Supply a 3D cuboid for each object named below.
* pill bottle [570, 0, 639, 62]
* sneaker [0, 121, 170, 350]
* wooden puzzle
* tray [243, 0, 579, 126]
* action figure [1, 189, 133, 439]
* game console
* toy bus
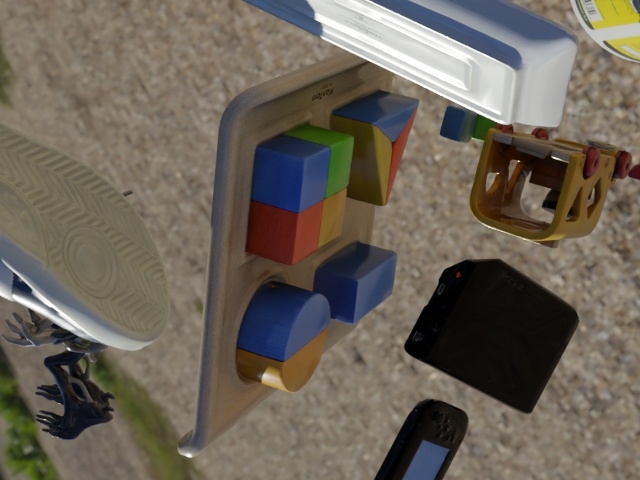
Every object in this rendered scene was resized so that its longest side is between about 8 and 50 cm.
[{"bbox_3d":[0.366,-0.262,1.264,0.188,0.188,0.334,62,175,-9],"label":"pill bottle"},{"bbox_3d":[-0.277,-0.012,1.067,0.148,0.131,0.350,-27,128,34],"label":"sneaker"},{"bbox_3d":[0.000,0.000,1.235,0.080,0.322,0.348,20,115,20],"label":"wooden puzzle"},{"bbox_3d":[0.034,-0.148,0.885,0.270,0.030,0.145,27,166,12],"label":"tray"},{"bbox_3d":[-0.271,0.073,1.477,0.164,0.141,0.276,-97,16,-66],"label":"action figure"},{"bbox_3d":[0.139,0.197,1.471,0.213,0.361,0.044,29,179,-44],"label":"game console"},{"bbox_3d":[0.215,-0.047,1.273,0.191,0.202,0.104,-138,62,-71],"label":"toy bus"}]
